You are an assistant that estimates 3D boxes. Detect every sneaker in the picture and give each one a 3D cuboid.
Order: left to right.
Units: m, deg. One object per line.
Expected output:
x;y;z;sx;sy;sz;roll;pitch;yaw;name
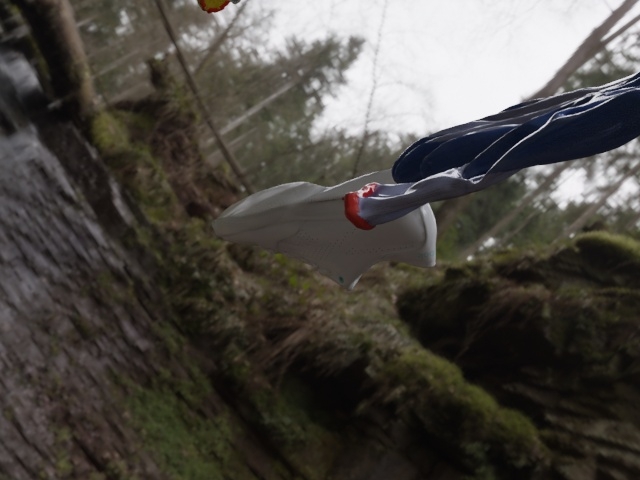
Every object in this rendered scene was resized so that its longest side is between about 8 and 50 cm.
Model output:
0.000;0.000;0.845;0.212;0.080;0.094;-4;-66;35;sneaker

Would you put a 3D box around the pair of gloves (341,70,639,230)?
0.095;-0.051;0.423;0.159;0.198;0.023;-20;-83;17;pair of gloves

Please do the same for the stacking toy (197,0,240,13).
-0.070;-0.365;1.181;0.052;0.221;0.167;75;-12;-49;stacking toy
